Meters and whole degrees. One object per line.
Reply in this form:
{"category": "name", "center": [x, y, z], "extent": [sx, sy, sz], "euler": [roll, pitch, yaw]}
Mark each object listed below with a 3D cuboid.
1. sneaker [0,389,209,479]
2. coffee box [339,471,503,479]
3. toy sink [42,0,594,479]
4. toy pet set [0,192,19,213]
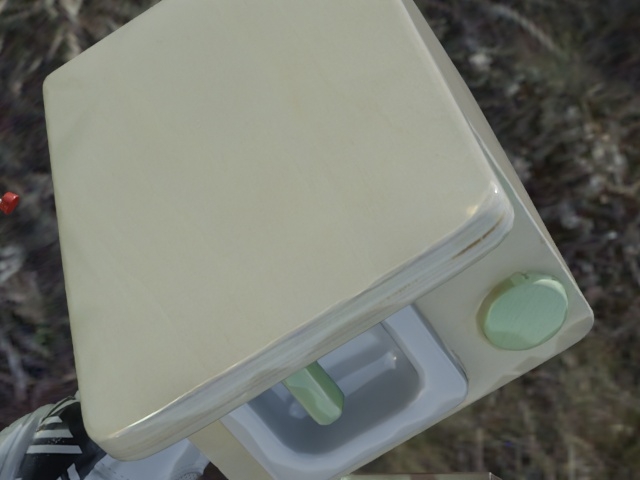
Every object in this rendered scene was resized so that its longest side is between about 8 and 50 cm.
{"category": "sneaker", "center": [-0.140, 0.224, 0.650], "extent": [0.366, 0.137, 0.210], "euler": [-40, 89, -25]}
{"category": "coffee box", "center": [0.118, 0.259, 1.235], "extent": [0.246, 0.141, 0.098], "euler": [37, 53, -56]}
{"category": "toy sink", "center": [0.000, 0.000, 0.581], "extent": [0.152, 0.234, 0.131], "euler": [-32, 127, 9]}
{"category": "toy pet set", "center": [-0.275, 0.005, 1.027], "extent": [0.065, 0.114, 0.122], "euler": [32, 95, 6]}
